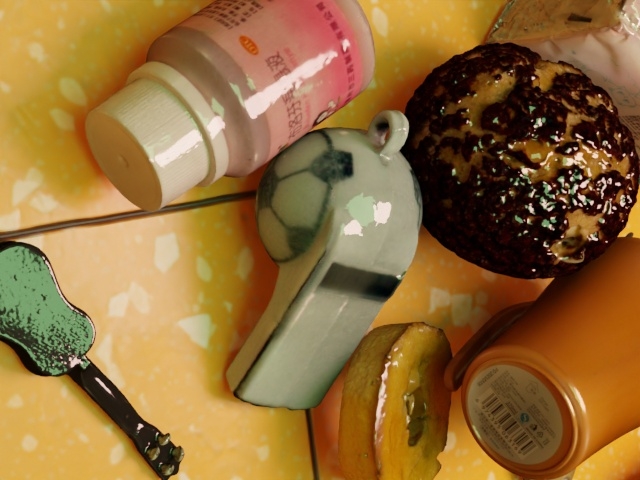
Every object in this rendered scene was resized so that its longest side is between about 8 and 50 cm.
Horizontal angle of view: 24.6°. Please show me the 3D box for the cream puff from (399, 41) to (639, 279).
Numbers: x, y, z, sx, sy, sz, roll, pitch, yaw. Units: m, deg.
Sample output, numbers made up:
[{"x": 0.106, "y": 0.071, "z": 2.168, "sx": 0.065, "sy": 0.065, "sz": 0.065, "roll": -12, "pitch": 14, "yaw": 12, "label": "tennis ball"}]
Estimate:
[{"x": 0.191, "y": -0.082, "z": 1.386, "sx": 0.239, "sy": 0.164, "sz": 0.239, "roll": 18, "pitch": 39, "yaw": -15, "label": "cream puff"}]

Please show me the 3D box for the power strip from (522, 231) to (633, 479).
[{"x": 0.276, "y": 0.129, "z": 1.565, "sx": 0.064, "sy": 0.044, "sz": 0.305, "roll": 28, "pitch": 78, "yaw": -31, "label": "power strip"}]

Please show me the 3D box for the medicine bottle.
[{"x": -0.077, "y": -0.131, "z": 1.259, "sx": 0.247, "sy": 0.147, "sz": 0.147, "roll": -39, "pitch": 112, "yaw": -28, "label": "medicine bottle"}]

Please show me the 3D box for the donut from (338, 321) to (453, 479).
[{"x": 0.066, "y": 0.162, "z": 1.382, "sx": 0.162, "sy": 0.066, "sz": 0.178, "roll": 34, "pitch": 67, "yaw": -59, "label": "donut"}]

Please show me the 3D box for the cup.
[{"x": 0.238, "y": 0.113, "z": 1.408, "sx": 0.264, "sy": 0.226, "sz": 0.182, "roll": -27, "pitch": 114, "yaw": -47, "label": "cup"}]

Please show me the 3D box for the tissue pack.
[{"x": 0.332, "y": -0.169, "z": 1.501, "sx": 0.271, "sy": 0.201, "sz": 0.124, "roll": 37, "pitch": 68, "yaw": -31, "label": "tissue pack"}]

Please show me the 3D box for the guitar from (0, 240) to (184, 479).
[{"x": -0.198, "y": 0.113, "z": 1.245, "sx": 0.084, "sy": 0.038, "sz": 0.271, "roll": -49, "pitch": 116, "yaw": -21, "label": "guitar"}]

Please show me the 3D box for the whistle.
[{"x": 0.000, "y": 0.000, "z": 1.331, "sx": 0.164, "sy": 0.163, "sz": 0.289, "roll": 13, "pitch": 122, "yaw": -34, "label": "whistle"}]
